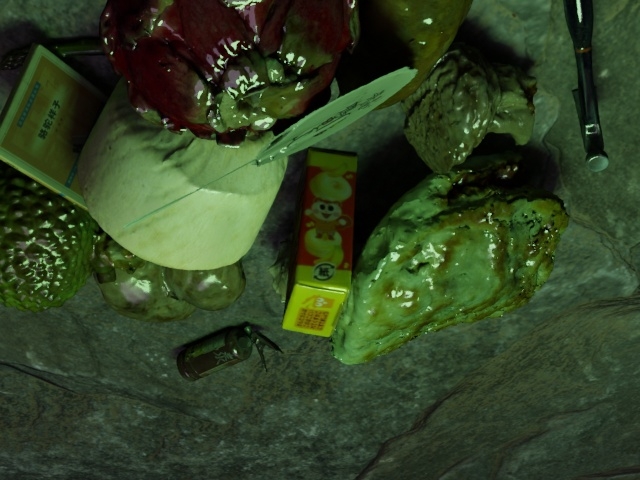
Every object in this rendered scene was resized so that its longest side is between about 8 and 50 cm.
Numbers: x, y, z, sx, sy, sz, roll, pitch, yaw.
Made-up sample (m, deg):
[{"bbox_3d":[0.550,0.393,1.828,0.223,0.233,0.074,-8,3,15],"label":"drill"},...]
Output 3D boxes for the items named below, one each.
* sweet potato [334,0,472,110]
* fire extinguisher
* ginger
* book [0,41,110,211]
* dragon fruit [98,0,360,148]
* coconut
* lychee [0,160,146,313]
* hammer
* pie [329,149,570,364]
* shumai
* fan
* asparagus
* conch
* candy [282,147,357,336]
[{"bbox_3d":[0.106,-0.282,1.229,0.158,0.158,0.370,7,148,-9],"label":"sweet potato"},{"bbox_3d":[-0.190,0.247,2.027,0.252,0.075,0.106,-25,107,30],"label":"fire extinguisher"},{"bbox_3d":[-0.252,0.052,1.719,0.304,0.155,0.244,-21,133,16],"label":"ginger"},{"bbox_3d":[-0.367,-0.154,1.376,0.018,0.170,0.241,11,164,32],"label":"book"},{"bbox_3d":[-0.104,-0.274,1.100,0.329,0.329,0.329,1,145,0],"label":"dragon fruit"},{"bbox_3d":[-0.199,-0.099,1.365,0.329,0.329,0.329,1,145,0],"label":"coconut"},{"bbox_3d":[-0.461,-0.015,1.526,0.320,0.270,0.270,44,136,1],"label":"lychee"},{"bbox_3d":[0.369,-0.249,1.310,0.037,0.137,0.290,-9,130,14],"label":"hammer"},{"bbox_3d":[0.197,0.046,1.537,0.418,0.180,0.395,-27,150,-15],"label":"pie"},{"bbox_3d":[0.224,-0.198,1.366,0.175,0.166,0.206,-14,164,-26],"label":"shumai"},{"bbox_3d":[-0.057,-0.109,1.162,0.414,0.012,0.233,-29,176,-6],"label":"fan"},{"bbox_3d":[-0.357,-0.272,1.351,0.236,0.027,0.034,-4,134,7],"label":"asparagus"},{"bbox_3d":[0.014,0.043,1.688,0.178,0.163,0.245,3,178,24],"label":"conch"},{"bbox_3d":[0.000,0.000,1.511,0.088,0.276,0.146,9,145,-5],"label":"candy"}]
